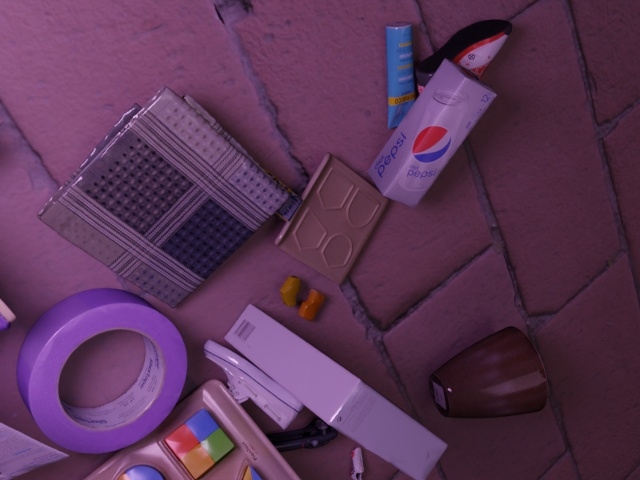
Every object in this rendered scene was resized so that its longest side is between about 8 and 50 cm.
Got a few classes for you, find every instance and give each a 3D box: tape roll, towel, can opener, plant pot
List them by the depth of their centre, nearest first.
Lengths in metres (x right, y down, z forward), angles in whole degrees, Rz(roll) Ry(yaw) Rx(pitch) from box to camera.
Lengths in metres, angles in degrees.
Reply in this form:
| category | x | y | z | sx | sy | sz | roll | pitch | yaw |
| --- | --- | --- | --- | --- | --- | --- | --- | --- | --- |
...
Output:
| category | x | y | z | sx | sy | sz | roll | pitch | yaw |
| --- | --- | --- | --- | --- | --- | --- | --- | --- | --- |
| towel | -0.260 | -0.068 | 1.308 | 0.312 | 0.056 | 0.324 | -43 | 128 | 6 |
| tape roll | -0.376 | 0.225 | 1.330 | 0.275 | 0.090 | 0.274 | -12 | 112 | -31 |
| can opener | -0.046 | 0.428 | 1.642 | 0.186 | 0.059 | 0.073 | -2 | 107 | -35 |
| plant pot | 0.388 | 0.342 | 1.845 | 0.231 | 0.215 | 0.215 | -14 | 113 | -14 |

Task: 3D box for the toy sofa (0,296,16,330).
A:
| category | x | y | z | sx | sy | sz | roll | pitch | yaw |
| --- | --- | --- | --- | --- | --- | --- | --- | --- | --- |
| toy sofa | -0.599 | 0.019 | 1.053 | 0.150 | 0.177 | 0.362 | -41 | 125 | -18 |

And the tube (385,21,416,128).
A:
| category | x | y | z | sx | sy | sz | roll | pitch | yaw |
| --- | --- | --- | --- | --- | --- | --- | --- | --- | --- |
| tube | 0.163 | -0.335 | 1.555 | 0.080 | 0.052 | 0.207 | -19 | 120 | -23 |

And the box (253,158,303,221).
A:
| category | x | y | z | sx | sy | sz | roll | pitch | yaw |
| --- | --- | --- | --- | --- | --- | --- | --- | --- | --- |
| box | -0.115 | -0.104 | 1.423 | 0.169 | 0.059 | 0.054 | 39 | 79 | -36 |

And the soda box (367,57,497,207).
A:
| category | x | y | z | sx | sy | sz | roll | pitch | yaw |
| --- | --- | --- | --- | --- | --- | --- | --- | --- | --- |
| soda box | 0.218 | -0.211 | 1.530 | 0.091 | 0.098 | 0.286 | 19 | 117 | -33 |

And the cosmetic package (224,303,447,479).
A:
| category | x | y | z | sx | sy | sz | roll | pitch | yaw |
| --- | --- | --- | --- | --- | --- | --- | --- | --- | --- |
| cosmetic package | 0.021 | 0.281 | 1.441 | 0.097 | 0.377 | 0.284 | -53 | 127 | -9 |

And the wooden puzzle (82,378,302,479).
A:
| category | x | y | z | sx | sy | sz | roll | pitch | yaw |
| --- | --- | --- | --- | --- | --- | --- | --- | --- | --- |
| wooden puzzle | -0.231 | 0.478 | 1.404 | 0.348 | 0.080 | 0.322 | -38 | 82 | -17 |

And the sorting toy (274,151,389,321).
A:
| category | x | y | z | sx | sy | sz | roll | pitch | yaw |
| --- | --- | --- | --- | --- | --- | --- | --- | --- | --- |
| sorting toy | 0.000 | 0.000 | 1.552 | 0.229 | 0.041 | 0.307 | 34 | 85 | -43 |

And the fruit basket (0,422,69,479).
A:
| category | x | y | z | sx | sy | sz | roll | pitch | yaw |
| --- | --- | --- | --- | --- | --- | --- | --- | --- | --- |
| fruit basket | -0.605 | 0.283 | 1.103 | 0.327 | 0.165 | 0.353 | -26 | 139 | 22 |

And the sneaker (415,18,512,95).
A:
| category | x | y | z | sx | sy | sz | roll | pitch | yaw |
| --- | --- | --- | --- | --- | --- | --- | --- | --- | --- |
| sneaker | 0.310 | -0.355 | 1.626 | 0.270 | 0.090 | 0.145 | -38 | 133 | -25 |

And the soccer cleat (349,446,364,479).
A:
| category | x | y | z | sx | sy | sz | roll | pitch | yaw |
| --- | --- | --- | --- | --- | --- | --- | --- | --- | --- |
| soccer cleat | 0.088 | 0.522 | 1.779 | 0.029 | 0.036 | 0.083 | -2 | 106 | -34 |

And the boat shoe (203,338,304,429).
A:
| category | x | y | z | sx | sy | sz | roll | pitch | yaw |
| --- | --- | --- | --- | --- | --- | --- | --- | --- | --- |
| boat shoe | -0.139 | 0.276 | 1.455 | 0.226 | 0.083 | 0.075 | 33 | 78 | 5 |
